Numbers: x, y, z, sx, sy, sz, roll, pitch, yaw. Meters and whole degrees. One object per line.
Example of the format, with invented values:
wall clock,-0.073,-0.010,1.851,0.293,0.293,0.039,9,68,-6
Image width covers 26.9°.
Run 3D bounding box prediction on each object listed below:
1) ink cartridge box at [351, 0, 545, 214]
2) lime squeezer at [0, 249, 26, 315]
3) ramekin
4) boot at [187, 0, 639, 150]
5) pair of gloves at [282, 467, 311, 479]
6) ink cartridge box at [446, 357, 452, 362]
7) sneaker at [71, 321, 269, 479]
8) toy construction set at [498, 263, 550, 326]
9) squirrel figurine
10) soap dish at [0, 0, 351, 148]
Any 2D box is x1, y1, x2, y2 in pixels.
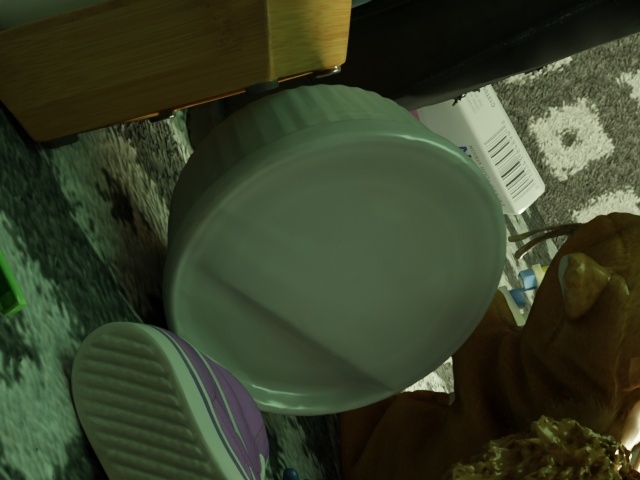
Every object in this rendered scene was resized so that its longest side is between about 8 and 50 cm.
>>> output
ink cartridge box,0.102,-0.183,1.758,0.330,0.071,0.324,5,-48,57
lime squeezer,-0.252,-0.097,0.720,0.310,0.059,0.110,51,-1,-19
ramekin,0.000,0.000,1.070,0.273,0.273,0.127,52,8,-37
boot,0.096,-0.237,1.355,0.146,0.445,0.367,54,20,-33
pair of gloves,0.004,0.284,1.072,0.159,0.023,0.198,57,17,-25
ink cartridge box,0.108,0.064,1.544,0.208,0.086,0.153,33,38,-72
sneaker,-0.057,0.189,0.886,0.161,0.102,0.282,34,35,-66
toy construction set,0.328,0.217,1.938,0.215,0.151,0.328,83,5,-49
squirrel figurine,0.206,0.176,1.125,0.281,0.370,0.397,26,39,-12
soap dish,-0.104,-0.159,1.036,0.291,0.228,0.118,-36,112,-73
